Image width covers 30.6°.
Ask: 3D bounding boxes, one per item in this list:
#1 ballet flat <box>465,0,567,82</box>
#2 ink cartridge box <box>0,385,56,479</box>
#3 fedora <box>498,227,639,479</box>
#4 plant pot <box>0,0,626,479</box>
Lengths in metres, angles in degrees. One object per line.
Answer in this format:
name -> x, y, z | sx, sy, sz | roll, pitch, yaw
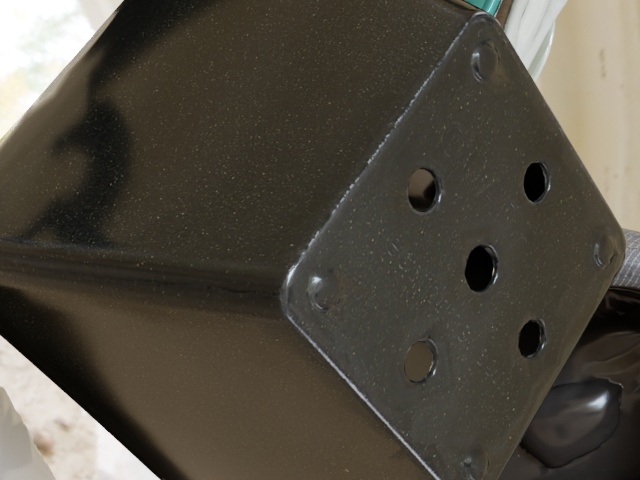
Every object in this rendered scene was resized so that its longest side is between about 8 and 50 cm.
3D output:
ballet flat -> 0.087, -0.089, 0.825 | 0.139, 0.400, 0.139 | 28, -11, 6
ink cartridge box -> -0.380, 0.220, 0.762 | 0.395, 0.166, 0.285 | -1, -36, 6
fedora -> 0.119, 0.114, 0.630 | 0.243, 0.275, 0.124 | 52, 7, -2
plant pot -> 0.000, 0.000, 0.450 | 0.167, 0.187, 0.188 | 7, -35, 49
